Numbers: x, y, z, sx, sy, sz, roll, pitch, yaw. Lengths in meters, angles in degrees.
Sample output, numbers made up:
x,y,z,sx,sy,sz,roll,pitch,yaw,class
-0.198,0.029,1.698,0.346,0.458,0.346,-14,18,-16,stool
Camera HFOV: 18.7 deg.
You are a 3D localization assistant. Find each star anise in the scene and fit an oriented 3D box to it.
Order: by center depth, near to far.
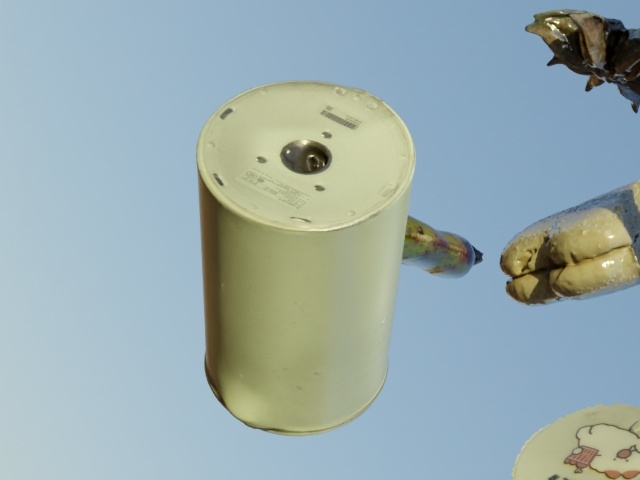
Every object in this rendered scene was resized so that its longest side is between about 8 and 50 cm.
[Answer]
x,y,z,sx,sy,sz,roll,pitch,yaw,class
0.318,-0.198,2.071,0.204,0.061,0.180,22,-9,14,star anise

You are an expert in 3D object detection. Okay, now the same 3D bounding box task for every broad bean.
x,y,z,sx,sy,sz,roll,pitch,yaw,class
0.126,0.007,2.448,0.077,0.339,0.061,17,-91,36,broad bean

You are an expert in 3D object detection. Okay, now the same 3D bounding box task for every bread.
x,y,z,sx,sy,sz,roll,pitch,yaw,class
0.306,0.007,2.282,0.337,0.183,0.102,-29,101,-74,bread

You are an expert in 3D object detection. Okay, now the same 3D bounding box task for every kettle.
x,y,z,sx,sy,sz,roll,pitch,yaw,class
-0.016,0.002,1.931,0.318,0.205,0.265,91,0,-46,kettle

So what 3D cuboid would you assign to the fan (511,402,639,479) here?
x,y,z,sx,sy,sz,roll,pitch,yaw,class
0.322,0.176,1.932,0.190,0.329,0.009,14,-47,45,fan
